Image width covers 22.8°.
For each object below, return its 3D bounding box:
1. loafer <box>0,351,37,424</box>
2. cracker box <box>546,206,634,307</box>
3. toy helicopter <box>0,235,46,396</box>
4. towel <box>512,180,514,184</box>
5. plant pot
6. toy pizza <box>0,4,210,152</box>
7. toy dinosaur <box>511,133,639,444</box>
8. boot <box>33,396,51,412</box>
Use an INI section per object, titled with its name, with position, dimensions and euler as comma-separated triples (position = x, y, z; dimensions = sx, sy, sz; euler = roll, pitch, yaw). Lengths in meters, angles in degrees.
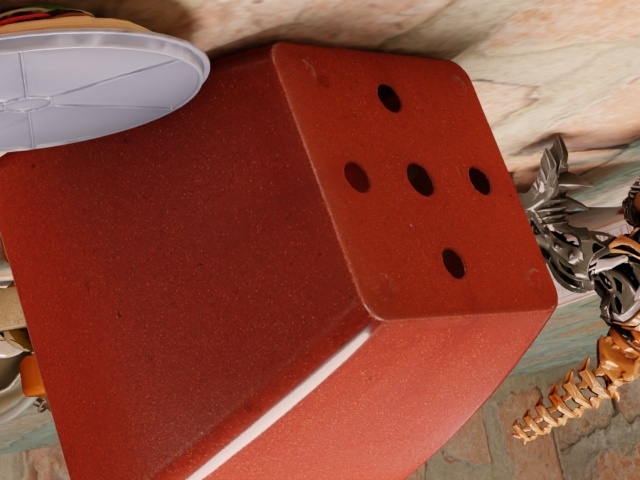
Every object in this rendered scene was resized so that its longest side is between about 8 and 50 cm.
[loafer]
position = -0.406, 0.156, 1.756
dimensions = 0.251, 0.094, 0.087
euler = -18, 128, 20
[cracker box]
position = 0.192, 0.028, 1.528
dimensions = 0.232, 0.067, 0.155
euler = -17, -173, -19
[toy helicopter]
position = -0.201, 0.066, 1.400
dimensions = 0.235, 0.140, 0.355
euler = -15, 172, 33
[towel]
position = 0.091, -0.007, 1.587
dimensions = 0.209, 0.034, 0.285
euler = -12, 170, 3
[plant pot]
position = -0.014, 0.014, 1.013
dimensions = 0.267, 0.267, 0.235
euler = -1, 154, -45
[toy pizza]
position = -0.160, -0.088, 0.860
dimensions = 0.201, 0.032, 0.201
euler = -9, 170, -2
[toy dinosaur]
position = 0.263, 0.023, 1.354
dimensions = 0.322, 0.218, 0.164
euler = -51, 169, -24
[boot]
position = -0.328, 0.158, 1.839
dimensions = 0.305, 0.115, 0.112
euler = -16, 171, 32
